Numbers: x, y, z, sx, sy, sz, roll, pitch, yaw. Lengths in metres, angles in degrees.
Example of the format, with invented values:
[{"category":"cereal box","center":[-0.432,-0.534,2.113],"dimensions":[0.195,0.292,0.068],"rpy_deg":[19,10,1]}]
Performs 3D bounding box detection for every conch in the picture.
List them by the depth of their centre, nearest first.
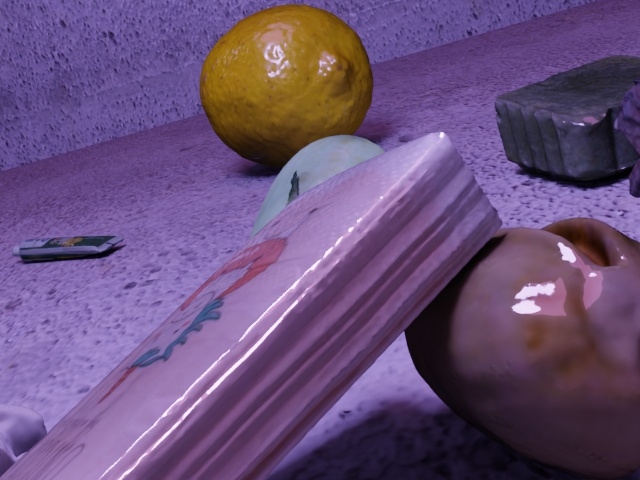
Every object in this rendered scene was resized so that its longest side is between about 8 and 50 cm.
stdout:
[{"category":"conch","center":[-0.008,0.004,0.882],"dimensions":[0.143,0.137,0.250],"rpy_deg":[22,53,24]}]

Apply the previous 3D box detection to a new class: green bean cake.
[{"category":"green bean cake","center":[0.304,-0.132,1.037],"dimensions":[0.183,0.094,0.185],"rpy_deg":[-19,16,-13]}]

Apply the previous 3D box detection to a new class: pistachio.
[{"category":"pistachio","center":[0.117,0.054,0.518],"dimensions":[0.130,0.131,0.206],"rpy_deg":[0,-2,-14]}]

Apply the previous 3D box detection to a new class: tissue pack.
[{"category":"tissue pack","center":[-0.062,0.080,0.485],"dimensions":[0.325,0.071,0.170],"rpy_deg":[-44,13,-26]}]

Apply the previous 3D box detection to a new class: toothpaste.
[{"category":"toothpaste","center":[-0.361,0.010,1.352],"dimensions":[0.204,0.031,0.049],"rpy_deg":[-4,21,34]}]

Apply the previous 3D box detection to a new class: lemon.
[{"category":"lemon","center":[-0.058,-0.237,1.506],"dimensions":[0.253,0.253,0.310],"rpy_deg":[-29,16,-39]}]

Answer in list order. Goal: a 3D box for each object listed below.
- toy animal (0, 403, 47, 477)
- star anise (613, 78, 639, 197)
[{"category":"toy animal","center":[-0.253,0.147,0.603],"dimensions":[0.131,0.103,0.221],"rpy_deg":[-29,20,-35]},{"category":"star anise","center":[0.354,-0.086,0.800],"dimensions":[0.198,0.110,0.257],"rpy_deg":[-18,21,-7]}]
